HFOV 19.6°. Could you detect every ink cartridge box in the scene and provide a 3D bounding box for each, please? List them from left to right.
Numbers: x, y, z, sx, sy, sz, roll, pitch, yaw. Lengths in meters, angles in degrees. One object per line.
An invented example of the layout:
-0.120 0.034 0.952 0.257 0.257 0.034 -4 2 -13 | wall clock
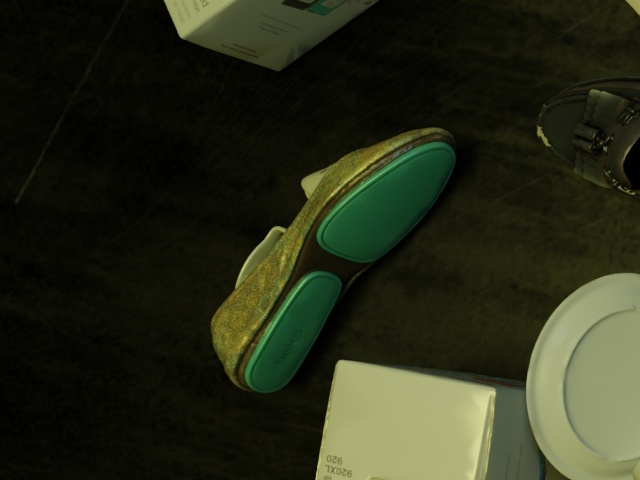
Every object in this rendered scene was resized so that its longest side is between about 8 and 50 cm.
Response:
-0.026 -0.342 1.910 0.270 0.197 0.198 -33 69 24 | ink cartridge box
0.128 0.209 1.731 0.171 0.232 0.168 8 88 32 | ink cartridge box

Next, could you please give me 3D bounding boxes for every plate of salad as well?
0.268 0.128 1.696 0.048 0.199 0.200 14 92 64 | plate of salad

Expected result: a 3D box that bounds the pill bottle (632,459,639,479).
0.385 0.265 1.627 0.131 0.131 0.229 -46 64 19 | pill bottle

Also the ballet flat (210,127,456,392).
0.000 0.000 1.912 0.123 0.123 0.348 45 107 27 | ballet flat

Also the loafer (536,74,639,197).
0.320 -0.084 1.710 0.302 0.095 0.109 19 113 36 | loafer

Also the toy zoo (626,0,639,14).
0.443 -0.269 1.712 0.293 0.030 0.192 -47 63 18 | toy zoo
